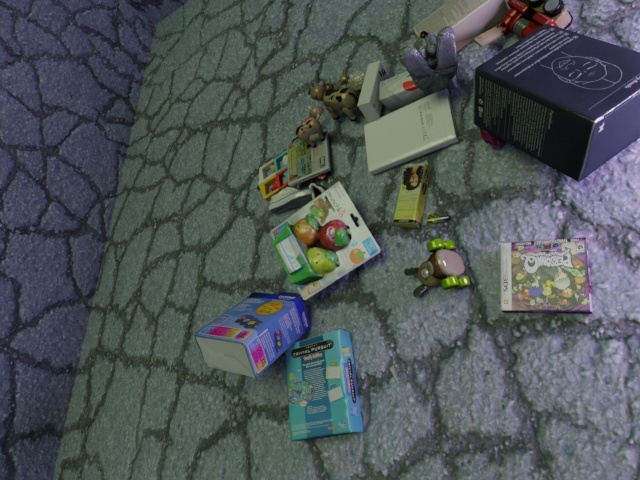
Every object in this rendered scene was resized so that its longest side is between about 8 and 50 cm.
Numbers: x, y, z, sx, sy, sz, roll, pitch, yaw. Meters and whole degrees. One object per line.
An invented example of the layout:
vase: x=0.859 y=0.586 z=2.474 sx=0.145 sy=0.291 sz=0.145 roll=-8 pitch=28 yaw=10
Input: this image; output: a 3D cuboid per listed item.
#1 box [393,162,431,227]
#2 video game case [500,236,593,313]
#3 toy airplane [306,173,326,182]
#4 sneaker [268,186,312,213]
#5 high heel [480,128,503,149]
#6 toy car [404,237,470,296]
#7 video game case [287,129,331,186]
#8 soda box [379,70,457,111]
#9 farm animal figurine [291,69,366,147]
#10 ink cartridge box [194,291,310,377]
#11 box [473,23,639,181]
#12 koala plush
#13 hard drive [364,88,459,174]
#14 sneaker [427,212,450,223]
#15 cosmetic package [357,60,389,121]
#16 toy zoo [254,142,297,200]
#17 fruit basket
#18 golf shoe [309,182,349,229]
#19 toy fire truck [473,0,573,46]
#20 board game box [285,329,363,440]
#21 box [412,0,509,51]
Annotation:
box: x=0.332 y=-0.162 z=1.603 sx=0.088 sy=0.058 sz=0.232 roll=2 pitch=74 yaw=38
video game case: x=0.638 y=0.102 z=1.269 sx=0.232 sy=0.042 sz=0.210 roll=-5 pitch=70 yaw=36
toy airplane: x=-0.017 y=-0.319 z=1.949 sx=0.151 sy=0.028 sz=0.151 roll=-12 pitch=63 yaw=25
sneaker: x=-0.131 y=-0.195 z=1.950 sx=0.258 sy=0.094 sz=0.091 roll=-15 pitch=68 yaw=34
high heel: x=0.560 y=-0.429 z=1.497 sx=0.082 sy=0.117 sz=0.243 roll=-13 pitch=65 yaw=34
toy car: x=0.355 y=0.103 z=1.433 sx=0.189 sy=0.149 sz=0.154 roll=-32 pitch=65 yaw=37
video game case: x=-0.054 y=-0.365 z=1.961 sx=0.207 sy=0.026 sz=0.226 roll=-19 pitch=56 yaw=24
soda box: x=0.375 y=-0.606 z=1.727 sx=0.287 sy=0.098 sz=0.091 roll=-11 pitch=66 yaw=34
farm animal figurine: x=0.029 y=-0.583 z=1.899 sx=0.327 sy=0.172 sz=0.329 roll=-2 pitch=62 yaw=33
ink cartridge box: x=-0.229 y=0.324 z=1.680 sx=0.270 sy=0.396 sz=0.151 roll=-1 pitch=110 yaw=36
box: x=0.688 y=-0.406 z=1.264 sx=0.294 sy=0.211 sz=0.395 roll=-33 pitch=49 yaw=-9
koala plush: x=0.388 y=-0.662 z=1.585 sx=0.197 sy=0.203 sz=0.221 roll=-20 pitch=42 yaw=20
hard drive: x=0.339 y=-0.415 z=1.710 sx=0.354 sy=0.047 sz=0.232 roll=-18 pitch=62 yaw=31
sneaker: x=0.407 y=-0.081 z=1.529 sx=0.084 sy=0.031 sz=0.035 roll=-8 pitch=67 yaw=35
cosmetic package: x=0.220 y=-0.614 z=1.821 sx=0.061 sy=0.099 sz=0.238 roll=-6 pitch=58 yaw=37
toy zoo: x=-0.194 y=-0.312 z=2.089 sx=0.294 sy=0.030 sz=0.192 roll=-28 pitch=57 yaw=26
fruit basket: x=0.000 y=0.000 z=1.666 sx=0.353 sy=0.166 sz=0.326 roll=-36 pitch=69 yaw=21
golf shoe: x=0.025 y=-0.116 z=1.783 sx=0.105 sy=0.120 sz=0.272 roll=-39 pitch=54 yaw=17
toy fire truck: x=0.682 y=-0.734 z=1.523 sx=0.246 sy=0.159 sz=0.216 roll=-49 pitch=50 yaw=27
board game box: x=0.003 y=0.512 z=1.565 sx=0.254 sy=0.079 sz=0.335 roll=-22 pitch=59 yaw=29
box: x=0.529 y=-0.833 z=1.685 sx=0.311 sy=0.121 sz=0.147 roll=-29 pitch=56 yaw=25
